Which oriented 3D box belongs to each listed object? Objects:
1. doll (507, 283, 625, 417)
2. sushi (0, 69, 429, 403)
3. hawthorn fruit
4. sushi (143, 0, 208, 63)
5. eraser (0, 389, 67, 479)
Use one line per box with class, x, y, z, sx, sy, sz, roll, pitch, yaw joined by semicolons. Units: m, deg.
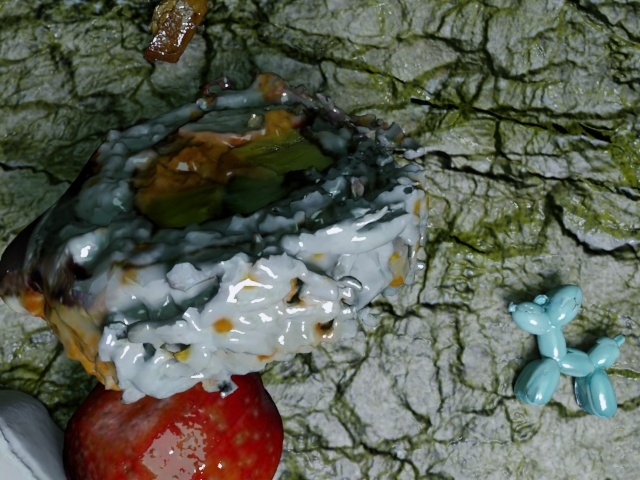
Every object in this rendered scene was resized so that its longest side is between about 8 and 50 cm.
doll;0.302;0.134;0.779;0.160;0.059;0.158;17;82;-3
sushi;-0.085;-0.016;0.611;0.418;0.417;0.175;-23;125;-10
hawthorn fruit;-0.135;0.199;0.648;0.215;0.215;0.250;46;64;1
sushi;-0.183;-0.276;0.777;0.060;0.061;0.118;31;80;-14
eraser;-0.330;0.309;0.631;0.332;0.150;0.331;1;84;-7
